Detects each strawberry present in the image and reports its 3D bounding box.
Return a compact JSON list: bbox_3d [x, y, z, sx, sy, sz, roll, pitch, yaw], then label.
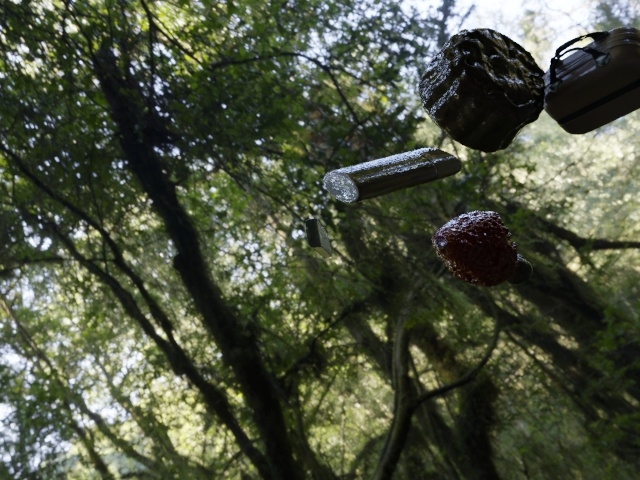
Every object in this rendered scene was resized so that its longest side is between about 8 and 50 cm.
[{"bbox_3d":[0.466,0.032,1.715,0.258,0.261,0.261,-26,-41,-16],"label":"strawberry"}]

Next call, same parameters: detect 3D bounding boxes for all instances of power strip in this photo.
[{"bbox_3d":[0.000,0.000,1.225,0.027,0.060,0.253,-10,-9,6],"label":"power strip"}]

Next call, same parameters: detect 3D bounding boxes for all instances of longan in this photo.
[{"bbox_3d":[0.677,0.097,1.916,0.119,0.106,0.106,-51,-30,-33],"label":"longan"}]

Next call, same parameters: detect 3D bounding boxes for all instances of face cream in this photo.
[{"bbox_3d":[0.160,-0.148,1.219,0.285,0.139,0.067,-18,-63,-27],"label":"face cream"}]

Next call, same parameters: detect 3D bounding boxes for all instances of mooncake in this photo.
[{"bbox_3d":[0.435,-0.408,1.481,0.324,0.323,0.187,-17,-19,-30],"label":"mooncake"}]

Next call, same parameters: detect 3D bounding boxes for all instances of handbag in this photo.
[{"bbox_3d":[0.737,-0.440,1.494,0.283,0.149,0.302,29,-30,-25],"label":"handbag"}]
